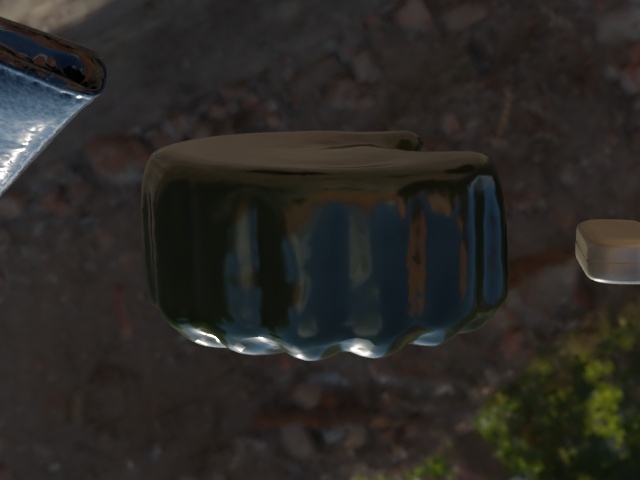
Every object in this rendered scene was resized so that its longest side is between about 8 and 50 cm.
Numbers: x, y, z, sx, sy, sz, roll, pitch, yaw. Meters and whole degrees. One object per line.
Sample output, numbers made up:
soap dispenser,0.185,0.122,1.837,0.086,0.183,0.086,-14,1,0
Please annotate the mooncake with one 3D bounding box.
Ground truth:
mooncake,0.000,0.000,1.539,0.351,0.187,0.351,1,-167,0

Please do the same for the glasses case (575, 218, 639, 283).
glasses case,0.325,0.011,1.795,0.083,0.050,0.196,3,-172,5

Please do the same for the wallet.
wallet,-0.223,-0.078,0.722,0.222,0.036,0.167,18,152,-22
